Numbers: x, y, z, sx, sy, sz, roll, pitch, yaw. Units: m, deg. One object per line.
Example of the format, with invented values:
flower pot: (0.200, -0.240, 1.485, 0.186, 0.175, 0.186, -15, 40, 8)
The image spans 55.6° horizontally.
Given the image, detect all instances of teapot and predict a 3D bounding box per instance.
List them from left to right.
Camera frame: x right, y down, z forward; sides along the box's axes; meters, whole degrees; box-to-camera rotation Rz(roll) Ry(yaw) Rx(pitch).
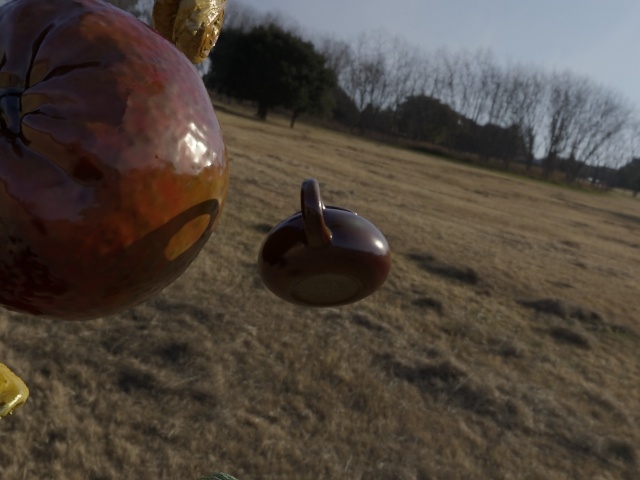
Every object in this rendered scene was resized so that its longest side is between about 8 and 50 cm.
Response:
teapot: (0.000, 0.000, 0.805, 0.178, 0.135, 0.252, -9, -33, 2)

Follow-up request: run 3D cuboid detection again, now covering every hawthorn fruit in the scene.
hawthorn fruit: (-0.293, -0.078, 0.773, 0.402, 0.403, 0.403, 13, 12, -3)

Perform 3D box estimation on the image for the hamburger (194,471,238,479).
hamburger: (-0.121, 0.332, 0.745, 0.084, 0.121, 0.054, 12, 28, 39)

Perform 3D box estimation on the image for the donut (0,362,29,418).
donut: (-0.504, 0.285, 0.636, 0.377, 0.163, 0.435, 10, 50, -40)

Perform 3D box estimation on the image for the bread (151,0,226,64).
bread: (-0.232, -0.451, 1.121, 0.120, 0.236, 0.198, 14, -6, -9)
